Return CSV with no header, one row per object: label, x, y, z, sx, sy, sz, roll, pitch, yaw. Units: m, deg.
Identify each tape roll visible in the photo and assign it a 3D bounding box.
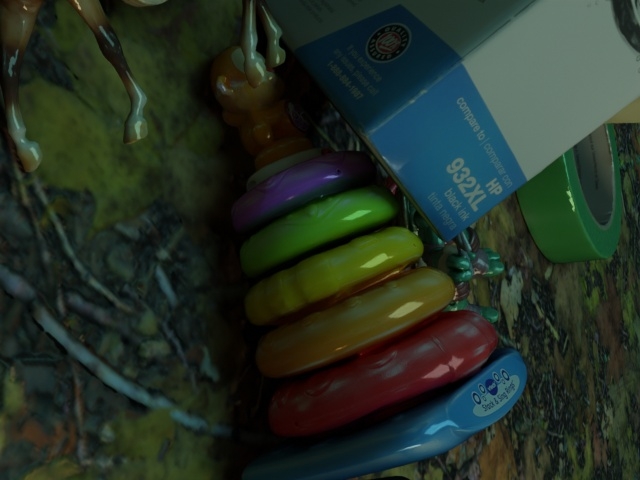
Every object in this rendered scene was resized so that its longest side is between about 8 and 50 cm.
tape roll,0.370,-0.127,1.139,0.321,0.077,0.321,18,68,-53

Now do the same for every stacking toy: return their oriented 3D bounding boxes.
stacking toy,0.000,0.000,0.522,0.175,0.166,0.301,-15,80,-55

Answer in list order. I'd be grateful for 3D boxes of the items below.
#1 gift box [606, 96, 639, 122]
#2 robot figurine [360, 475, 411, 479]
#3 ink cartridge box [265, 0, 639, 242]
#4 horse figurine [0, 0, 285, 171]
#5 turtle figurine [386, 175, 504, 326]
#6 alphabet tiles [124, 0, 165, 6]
gift box,0.218,-0.238,0.783,0.276,0.258,0.255,62,31,-69
robot figurine,0.071,0.259,0.485,0.278,0.174,0.209,0,74,-34
ink cartridge box,0.134,-0.184,0.532,0.129,0.307,0.223,46,9,-42
horse figurine,-0.093,-0.152,0.403,0.263,0.066,0.174,-30,118,-30
turtle figurine,0.127,-0.020,0.717,0.175,0.118,0.234,-55,144,-28
alphabet tiles,-0.122,-0.284,0.417,0.278,0.021,0.284,-43,121,-27
